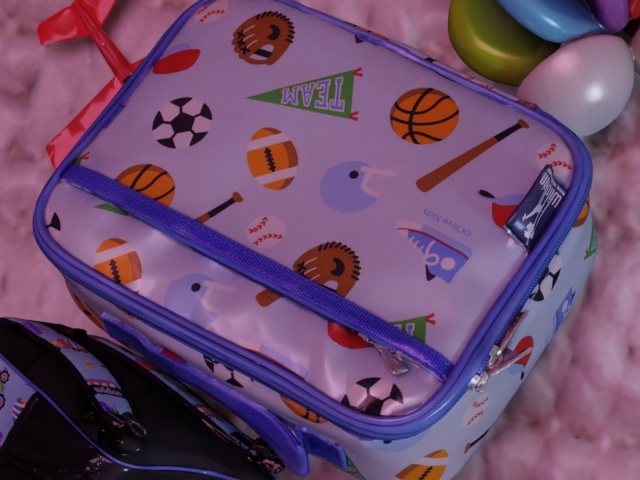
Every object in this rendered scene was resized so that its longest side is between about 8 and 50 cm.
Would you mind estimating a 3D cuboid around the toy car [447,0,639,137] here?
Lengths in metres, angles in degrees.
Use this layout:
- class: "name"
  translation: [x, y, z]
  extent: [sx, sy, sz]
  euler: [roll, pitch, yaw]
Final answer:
- class: "toy car"
  translation: [0.160, -0.162, 1.097]
  extent: [0.182, 0.136, 0.159]
  euler: [-23, 66, -9]

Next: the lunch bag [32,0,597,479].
- class: "lunch bag"
  translation: [0.000, 0.000, 1.081]
  extent: [0.303, 0.115, 0.243]
  euler: [27, 66, 24]

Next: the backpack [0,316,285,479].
- class: "backpack"
  translation: [-0.136, 0.122, 1.084]
  extent: [0.173, 0.158, 0.117]
  euler: [35, 101, 37]

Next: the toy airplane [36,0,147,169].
- class: "toy airplane"
  translation: [-0.130, -0.115, 1.232]
  extent: [0.151, 0.028, 0.151]
  euler: [-5, 70, 15]
